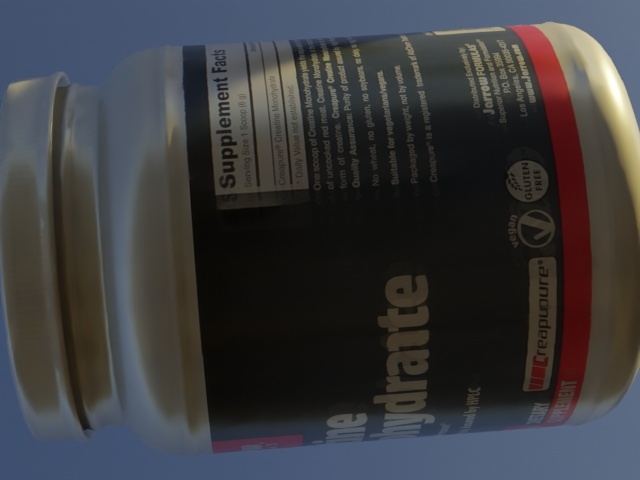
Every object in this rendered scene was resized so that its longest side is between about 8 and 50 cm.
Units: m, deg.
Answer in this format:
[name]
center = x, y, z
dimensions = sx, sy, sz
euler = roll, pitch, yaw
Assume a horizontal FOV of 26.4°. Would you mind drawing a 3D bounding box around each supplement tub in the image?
[supplement tub]
center = 0.000, 0.000, 0.636
dimensions = 0.272, 0.191, 0.191
euler = -4, -67, -4
